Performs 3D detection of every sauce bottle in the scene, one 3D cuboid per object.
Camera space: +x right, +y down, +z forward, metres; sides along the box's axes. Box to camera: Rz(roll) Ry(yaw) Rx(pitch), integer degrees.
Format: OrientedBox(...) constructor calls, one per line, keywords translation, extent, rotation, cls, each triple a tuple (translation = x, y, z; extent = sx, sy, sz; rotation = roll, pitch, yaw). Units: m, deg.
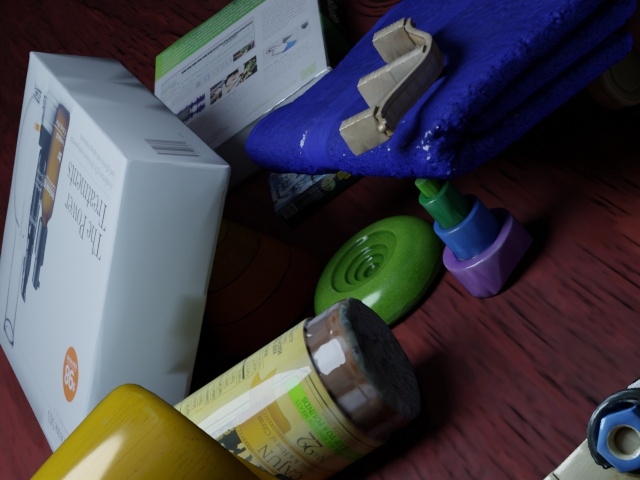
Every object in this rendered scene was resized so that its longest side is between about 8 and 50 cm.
OrientedBox(translation=(-0.087, 0.175, 1.306), extent=(0.344, 0.111, 0.111), rotation=(-35, 28, 17), cls="sauce bottle")

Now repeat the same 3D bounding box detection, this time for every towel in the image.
OrientedBox(translation=(0.093, -0.119, 1.374), extent=(0.228, 0.076, 0.308), rotation=(-43, 20, -19), cls="towel")

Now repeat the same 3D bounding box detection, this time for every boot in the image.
OrientedBox(translation=(0.188, -0.131, 1.435), extent=(0.152, 0.073, 0.197), rotation=(-38, 26, 22), cls="boot")

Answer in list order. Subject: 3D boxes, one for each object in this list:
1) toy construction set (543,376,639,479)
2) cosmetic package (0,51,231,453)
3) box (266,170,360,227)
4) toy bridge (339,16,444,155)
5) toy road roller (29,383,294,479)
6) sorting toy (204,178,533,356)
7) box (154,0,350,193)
OrientedBox(translation=(0.194, 0.183, 0.868), extent=(0.327, 0.215, 0.151), rotation=(-45, -15, 7), cls="toy construction set")
OrientedBox(translation=(-0.198, 0.014, 1.531), extent=(0.377, 0.097, 0.284), rotation=(-138, 54, -62), cls="cosmetic package")
OrientedBox(translation=(0.013, -0.080, 1.627), extent=(0.137, 0.027, 0.094), rotation=(-35, 29, 13), cls="box")
OrientedBox(translation=(0.059, -0.121, 1.276), extent=(0.063, 0.026, 0.188), rotation=(-26, 21, 22), cls="toy bridge")
OrientedBox(translation=(-0.055, 0.225, 1.040), extent=(0.202, 0.240, 0.329), rotation=(-50, 28, -14), cls="toy road roller")
OrientedBox(translation=(0.000, 0.000, 1.423), extent=(0.365, 0.126, 0.127), rotation=(-11, 40, 47), cls="sorting toy")
OrientedBox(translation=(-0.076, -0.175, 1.855), extent=(0.232, 0.058, 0.322), rotation=(-34, 29, 17), cls="box")
